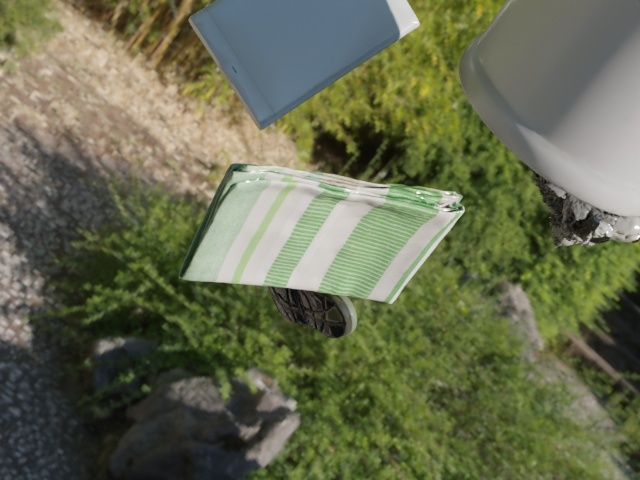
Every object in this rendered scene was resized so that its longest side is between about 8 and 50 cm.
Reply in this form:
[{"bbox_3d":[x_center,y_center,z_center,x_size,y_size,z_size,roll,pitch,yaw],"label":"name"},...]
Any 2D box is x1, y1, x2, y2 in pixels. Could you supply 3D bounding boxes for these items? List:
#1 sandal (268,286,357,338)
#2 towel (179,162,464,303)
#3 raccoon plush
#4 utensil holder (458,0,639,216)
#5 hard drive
[{"bbox_3d":[-0.017,0.094,1.664,0.302,0.086,0.120,26,-42,49],"label":"sandal"},{"bbox_3d":[0.000,0.000,1.217,0.324,0.248,0.038,7,51,-22],"label":"towel"},{"bbox_3d":[0.433,-0.177,1.629,0.447,0.216,0.299,61,-3,5],"label":"raccoon plush"},{"bbox_3d":[0.404,-0.275,1.083,0.327,0.385,0.328,20,40,-18],"label":"utensil holder"},{"bbox_3d":[-0.022,-0.342,1.425,0.203,0.307,0.040,57,-8,-10],"label":"hard drive"}]
